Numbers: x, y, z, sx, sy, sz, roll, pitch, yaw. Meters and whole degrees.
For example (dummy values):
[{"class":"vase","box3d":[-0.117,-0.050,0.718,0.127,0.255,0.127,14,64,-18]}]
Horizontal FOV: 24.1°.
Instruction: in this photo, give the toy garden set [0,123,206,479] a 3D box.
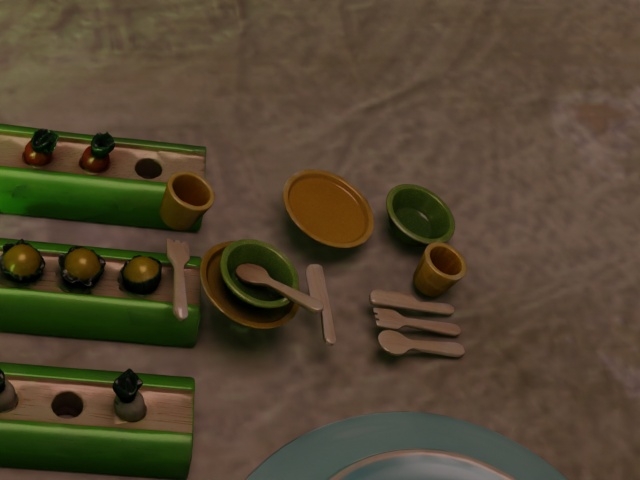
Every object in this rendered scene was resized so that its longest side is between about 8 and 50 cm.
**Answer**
[{"class":"toy garden set","box3d":[-0.152,0.033,0.634,0.204,0.049,0.244,6,51,-9]}]

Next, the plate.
[{"class":"plate","box3d":[0.046,0.145,0.607,0.188,0.024,0.188,7,50,-8]}]

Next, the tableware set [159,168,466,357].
[{"class":"tableware set","box3d":[0.000,0.000,0.691,0.154,0.024,0.104,10,48,-23]}]
